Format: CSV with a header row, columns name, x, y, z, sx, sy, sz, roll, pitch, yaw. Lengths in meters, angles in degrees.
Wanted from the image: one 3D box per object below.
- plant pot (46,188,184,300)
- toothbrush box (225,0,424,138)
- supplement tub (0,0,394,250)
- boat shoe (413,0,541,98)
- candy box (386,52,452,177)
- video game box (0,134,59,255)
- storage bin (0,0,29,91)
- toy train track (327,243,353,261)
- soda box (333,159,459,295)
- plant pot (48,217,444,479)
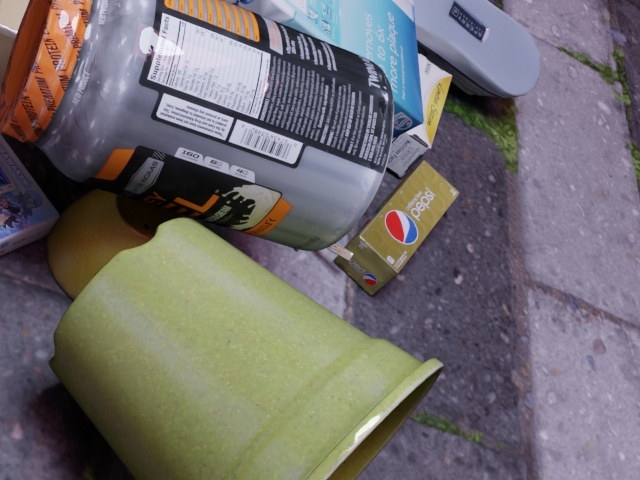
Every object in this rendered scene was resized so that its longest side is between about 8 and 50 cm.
name,x,y,z,sx,sy,sz,roll,pitch,yaw
plant pot,-0.181,-0.005,1.034,0.134,0.095,0.134,19,51,-24
toothbrush box,-0.031,-0.249,1.141,0.295,0.126,0.216,32,45,-39
supplement tub,-0.109,-0.119,0.964,0.316,0.193,0.193,18,50,-25
boat shoe,0.127,-0.314,1.454,0.367,0.156,0.136,33,73,-28
candy box,0.043,-0.206,1.359,0.233,0.071,0.159,33,45,-13
video game box,-0.369,-0.060,0.973,0.187,0.048,0.205,-30,80,-43
storage bin,-0.233,-0.239,1.147,0.260,0.123,0.262,21,50,-23
toy train track,0.000,0.000,1.206,0.083,0.014,0.048,31,76,17
soda box,0.091,-0.018,1.267,0.061,0.058,0.181,43,44,-2
plant pot,-0.081,0.125,0.922,0.254,0.276,0.276,41,43,13
